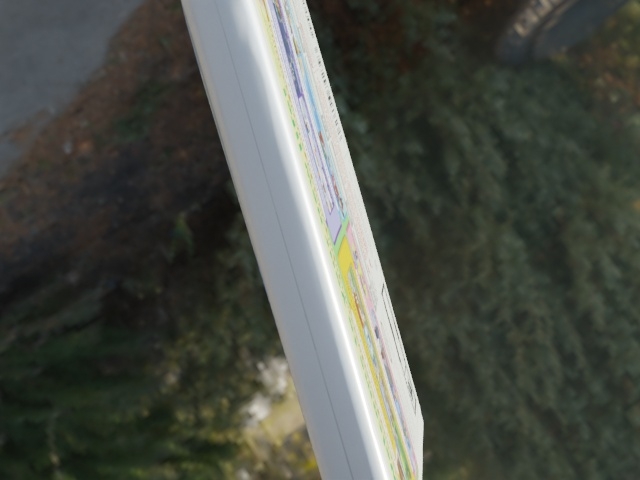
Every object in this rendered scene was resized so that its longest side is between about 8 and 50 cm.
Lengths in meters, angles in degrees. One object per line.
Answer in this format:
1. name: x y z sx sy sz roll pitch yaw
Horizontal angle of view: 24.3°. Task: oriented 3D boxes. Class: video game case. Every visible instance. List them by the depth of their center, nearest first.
1. video game case: 0.000 0.000 0.541 0.023 0.212 0.193 -15 -171 6
